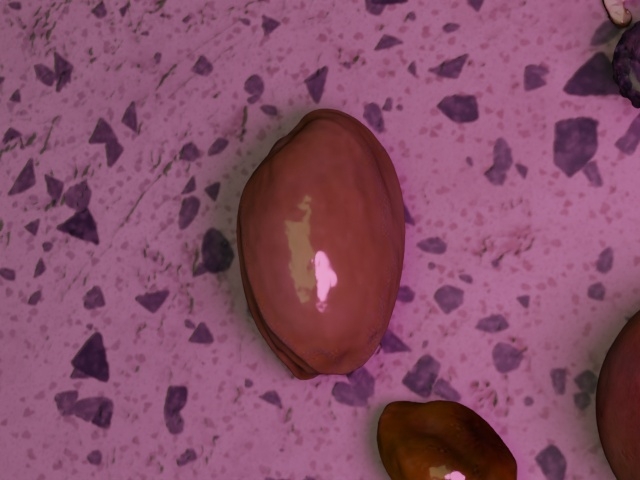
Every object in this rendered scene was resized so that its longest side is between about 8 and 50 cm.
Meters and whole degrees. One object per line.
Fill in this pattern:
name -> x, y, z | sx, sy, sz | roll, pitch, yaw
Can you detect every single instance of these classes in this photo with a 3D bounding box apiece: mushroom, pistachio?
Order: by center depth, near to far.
pistachio -> 0.132, 0.234, 1.506 | 0.189, 0.110, 0.100 | 52, 129, 18
pistachio -> 0.000, 0.000, 1.563 | 0.181, 0.162, 0.293 | 4, 76, -18
mushroom -> 0.327, -0.279, 1.583 | 0.049, 0.019, 0.101 | 7, 85, 19

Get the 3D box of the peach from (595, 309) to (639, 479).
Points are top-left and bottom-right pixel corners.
peach -> 0.392, 0.163, 1.344 | 0.292, 0.292, 0.247 | 41, 79, 20

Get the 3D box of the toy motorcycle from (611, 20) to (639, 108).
toy motorcycle -> 0.457, -0.222, 1.471 | 0.327, 0.143, 0.188 | -41, 68, -6
